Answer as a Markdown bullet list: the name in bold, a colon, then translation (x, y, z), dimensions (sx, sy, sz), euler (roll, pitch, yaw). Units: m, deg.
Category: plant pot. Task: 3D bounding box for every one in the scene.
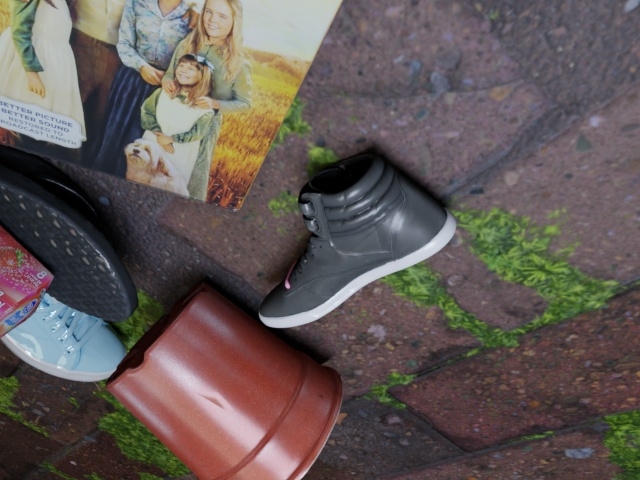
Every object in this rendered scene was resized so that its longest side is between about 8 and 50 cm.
- **plant pot**: translation (-0.154, 0.222, 0.716), dimensions (0.265, 0.272, 0.272), euler (45, 127, -12)

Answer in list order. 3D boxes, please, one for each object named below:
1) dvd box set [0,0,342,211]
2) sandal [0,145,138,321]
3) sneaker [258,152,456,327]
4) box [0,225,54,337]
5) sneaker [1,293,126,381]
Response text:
- **dvd box set**: translation (-0.148, -0.205, 0.386), dimensions (0.308, 0.062, 0.420), euler (17, 141, -19)
- **sandal**: translation (-0.415, -0.063, 0.648), dimensions (0.446, 0.107, 0.167), euler (40, 130, -3)
- **sneaker**: translation (0.000, 0.000, 0.577), dimensions (0.296, 0.104, 0.147), euler (-32, 114, 28)
- **box**: translation (-0.491, 0.016, 0.588), dimensions (0.257, 0.122, 0.128), euler (46, 131, -6)
- **sneaker**: translation (-0.455, 0.102, 0.763), dimensions (0.150, 0.135, 0.366), euler (-25, 120, 35)
